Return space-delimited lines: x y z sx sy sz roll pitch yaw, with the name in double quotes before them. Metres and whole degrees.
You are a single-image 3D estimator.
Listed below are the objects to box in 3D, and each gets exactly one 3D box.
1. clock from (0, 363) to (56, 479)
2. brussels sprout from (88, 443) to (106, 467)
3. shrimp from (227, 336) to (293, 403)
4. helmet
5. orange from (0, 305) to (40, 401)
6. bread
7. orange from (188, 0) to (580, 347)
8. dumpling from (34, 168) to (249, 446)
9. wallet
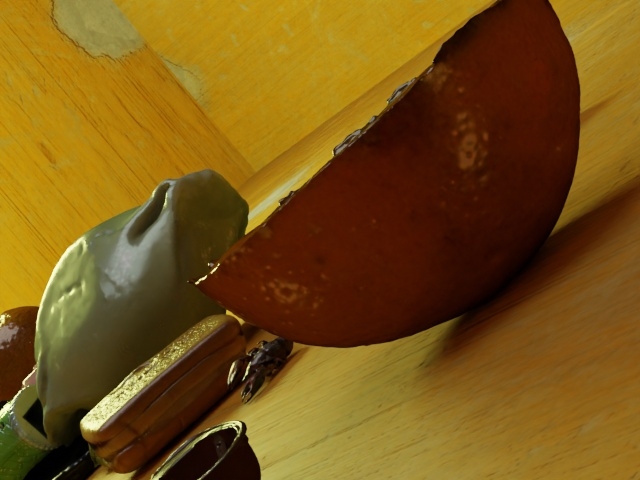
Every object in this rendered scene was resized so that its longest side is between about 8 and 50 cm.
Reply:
"clock" -0.384 0.244 2.115 0.195 0.100 0.194 -40 9 32
"brussels sprout" -0.223 0.211 1.868 0.085 0.058 0.085 -22 7 3
"shrimp" -0.061 0.120 1.631 0.092 0.038 0.029 -47 -33 -45
"helmet" -0.074 0.178 1.212 0.089 0.057 0.111 -45 13 -18
"orange" -0.389 0.187 2.333 0.206 0.206 0.206 -39 6 5
"bread" -0.156 0.157 1.743 0.200 0.077 0.116 -40 5 -18
"orange" 0.061 -0.062 1.257 0.274 0.274 0.310 -106 32 -83
"dumpling" -0.215 0.067 2.006 0.320 0.212 0.270 -29 15 22
"wallet" -0.313 0.274 2.064 0.146 0.030 0.285 -40 7 -28
